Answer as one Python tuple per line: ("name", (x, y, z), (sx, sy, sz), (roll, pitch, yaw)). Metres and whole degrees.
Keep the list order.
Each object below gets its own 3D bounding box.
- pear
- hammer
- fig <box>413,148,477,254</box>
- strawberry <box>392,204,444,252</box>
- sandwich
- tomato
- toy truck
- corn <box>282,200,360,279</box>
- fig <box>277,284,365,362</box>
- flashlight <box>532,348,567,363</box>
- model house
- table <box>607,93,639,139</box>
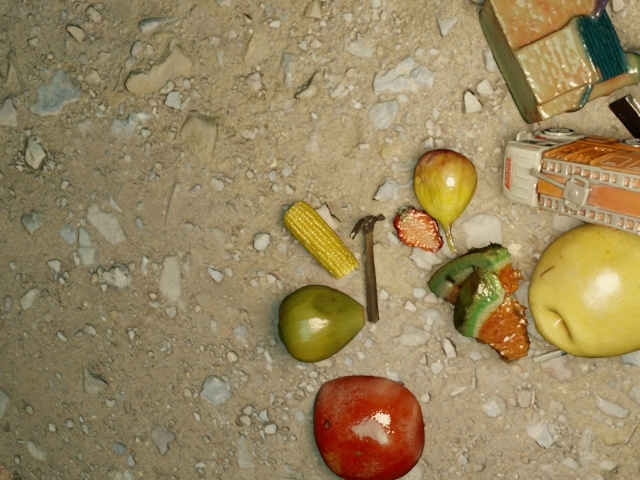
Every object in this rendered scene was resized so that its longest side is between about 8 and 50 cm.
("pear", (0.615, 0.109, 1.249), (0.309, 0.309, 0.309), (3, 99, 17))
("hammer", (0.135, 0.080, 1.523), (0.027, 0.125, 0.297), (16, 117, 50))
("fig", (0.309, -0.092, 1.381), (0.159, 0.159, 0.257), (-9, 81, 18))
("strawberry", (0.253, -0.027, 1.481), (0.104, 0.048, 0.152), (-43, 99, 12))
("sandwich", (0.391, 0.176, 1.375), (0.301, 0.162, 0.250), (54, 148, -5))
("tomato", (0.120, 0.539, 1.562), (0.338, 0.144, 0.338), (4, 101, 19))
("toy truck", (0.557, -0.126, 1.192), (0.387, 0.207, 0.173), (28, 126, 54))
("corn", (0.000, 0.000, 1.537), (0.244, 0.093, 0.093), (47, 108, 5))
("fig", (-0.005, 0.208, 1.518), (0.230, 0.207, 0.207), (-38, 86, 0))
("flashlight", (0.580, 0.290, 1.442), (0.083, 0.018, 0.018), (-23, 90, 19))
("model house", (0.538, -0.442, 1.234), (0.280, 0.245, 0.312), (-24, 91, 11))
("table", (0.812, -0.263, 1.191), (0.250, 0.196, 0.282), (-38, 86, 20))
